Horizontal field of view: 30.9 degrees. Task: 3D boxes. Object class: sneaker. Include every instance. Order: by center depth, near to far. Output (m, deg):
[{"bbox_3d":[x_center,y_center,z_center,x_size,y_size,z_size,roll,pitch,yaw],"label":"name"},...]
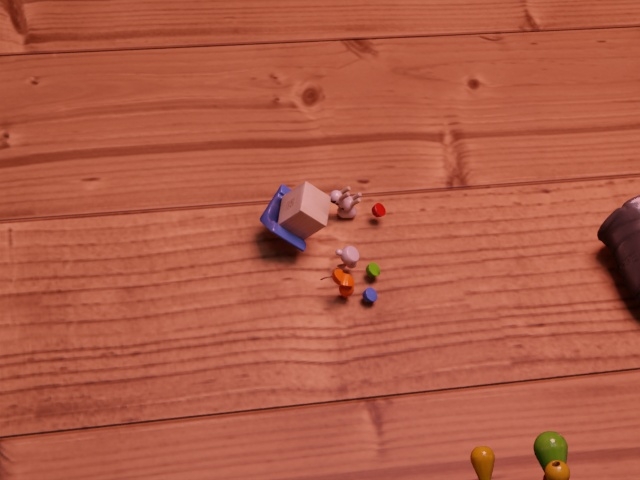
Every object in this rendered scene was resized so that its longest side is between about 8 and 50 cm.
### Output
[{"bbox_3d":[0.434,0.013,1.194,0.286,0.109,0.130,-10,62,-7],"label":"sneaker"}]

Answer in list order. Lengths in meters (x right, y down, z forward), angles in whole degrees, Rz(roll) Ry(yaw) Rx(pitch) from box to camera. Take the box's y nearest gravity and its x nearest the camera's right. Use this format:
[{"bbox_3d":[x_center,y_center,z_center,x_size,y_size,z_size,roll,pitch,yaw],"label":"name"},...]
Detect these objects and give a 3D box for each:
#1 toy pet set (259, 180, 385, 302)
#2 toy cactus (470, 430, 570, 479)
[{"bbox_3d":[0.000,0.000,1.175,0.114,0.065,0.122,32,47,-27],"label":"toy pet set"},{"bbox_3d":[0.180,0.272,0.952,0.180,0.112,0.219,32,49,-5],"label":"toy cactus"}]
